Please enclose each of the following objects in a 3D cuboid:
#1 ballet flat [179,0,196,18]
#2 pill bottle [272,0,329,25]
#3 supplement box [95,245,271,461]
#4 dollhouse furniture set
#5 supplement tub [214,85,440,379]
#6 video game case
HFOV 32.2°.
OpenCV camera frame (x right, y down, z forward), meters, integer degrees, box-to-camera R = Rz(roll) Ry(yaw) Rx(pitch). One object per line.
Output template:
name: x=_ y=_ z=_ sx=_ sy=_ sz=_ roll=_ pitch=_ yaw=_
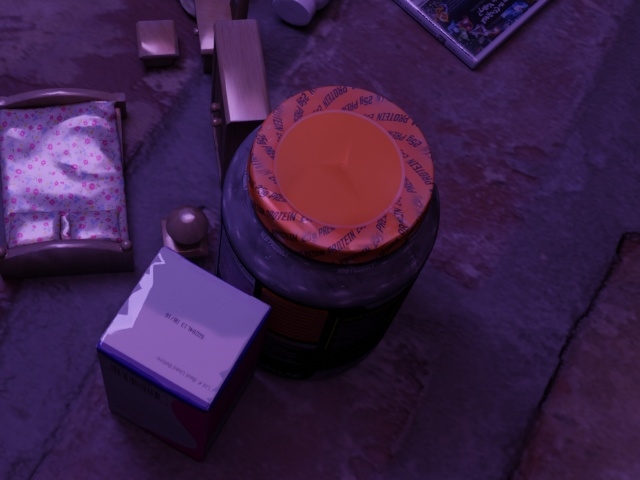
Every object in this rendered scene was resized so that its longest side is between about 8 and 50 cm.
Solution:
ballet flat: x=-0.168 y=-0.331 z=1.292 sx=0.057 sy=0.052 sz=0.168 roll=-34 pitch=75 yaw=-19
pill bottle: x=-0.011 y=-0.313 z=1.297 sx=0.067 sy=0.067 sz=0.120 roll=24 pitch=67 yaw=3
supplement box: x=-0.126 y=0.113 z=1.023 sx=0.111 sy=0.220 sz=0.114 roll=29 pitch=66 yaw=4
dollhouse furniture set: x=-0.238 y=-0.137 z=1.137 sx=0.355 sy=0.174 sz=0.303 roll=-5 pitch=68 yaw=-10
supplement tub: x=0.000 y=0.000 z=1.033 sx=0.193 sy=0.316 sz=0.193 roll=3 pitch=67 yaw=-7
video game case: x=0.185 y=-0.320 z=1.352 sx=0.173 sy=0.022 sz=0.190 roll=44 pitch=68 yaw=11
